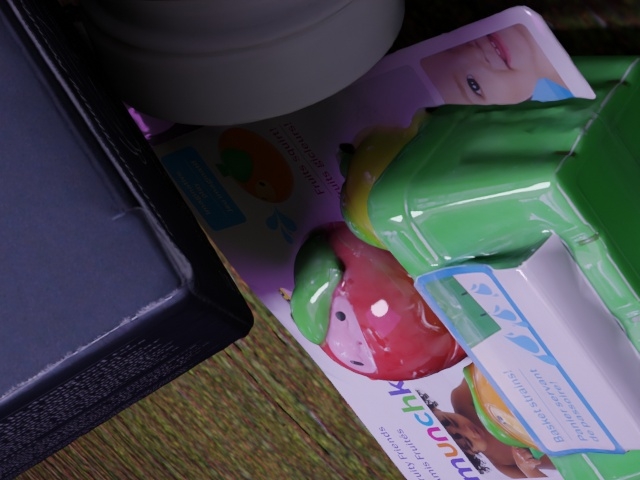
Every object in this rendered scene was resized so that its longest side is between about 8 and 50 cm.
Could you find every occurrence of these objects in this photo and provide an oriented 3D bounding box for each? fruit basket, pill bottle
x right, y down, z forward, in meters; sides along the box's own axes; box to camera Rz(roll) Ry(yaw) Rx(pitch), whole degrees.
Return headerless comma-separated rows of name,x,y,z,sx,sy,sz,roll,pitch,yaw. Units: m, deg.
fruit basket,0.081,0.041,0.881,0.353,0.165,0.327,-18,117,45
pill bottle,-0.072,-0.264,0.687,0.229,0.229,0.407,22,142,33

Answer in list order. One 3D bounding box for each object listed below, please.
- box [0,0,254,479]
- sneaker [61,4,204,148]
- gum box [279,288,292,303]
box,-0.206,-0.031,0.766,0.293,0.212,0.395,58,178,6
sneaker,-0.190,-0.138,1.119,0.272,0.100,0.108,23,128,28
gum box,0.000,0.000,1.067,0.188,0.062,0.107,46,149,-2
